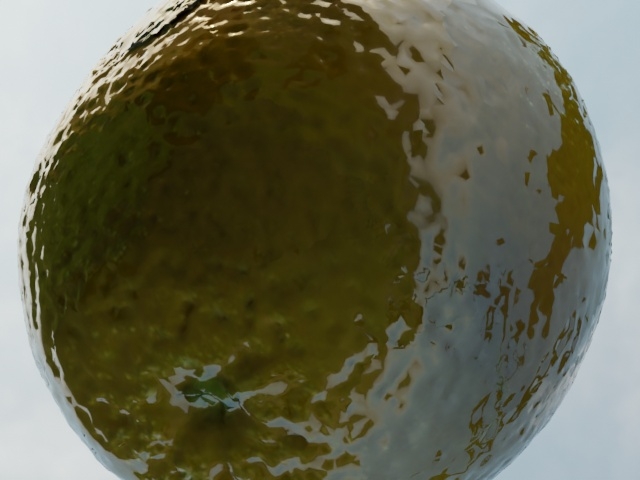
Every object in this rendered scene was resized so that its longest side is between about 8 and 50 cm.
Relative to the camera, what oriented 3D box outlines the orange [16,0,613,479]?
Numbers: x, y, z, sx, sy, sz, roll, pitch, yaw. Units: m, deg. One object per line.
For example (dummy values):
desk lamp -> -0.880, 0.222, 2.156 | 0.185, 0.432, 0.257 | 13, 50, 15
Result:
orange -> 0.000, 0.000, 0.565 | 0.236, 0.236, 0.236 | -18, -117, 40
